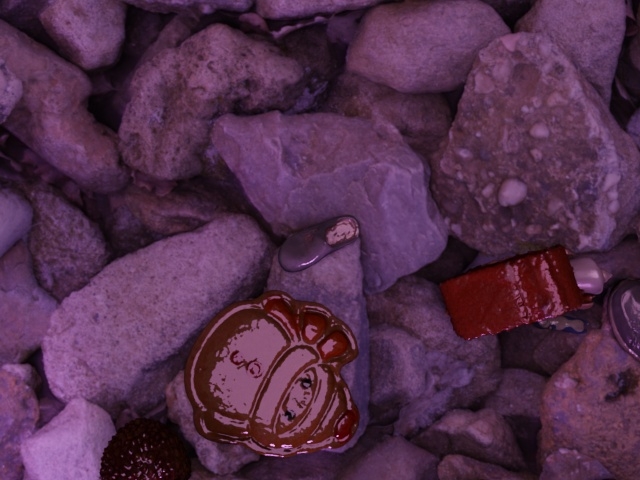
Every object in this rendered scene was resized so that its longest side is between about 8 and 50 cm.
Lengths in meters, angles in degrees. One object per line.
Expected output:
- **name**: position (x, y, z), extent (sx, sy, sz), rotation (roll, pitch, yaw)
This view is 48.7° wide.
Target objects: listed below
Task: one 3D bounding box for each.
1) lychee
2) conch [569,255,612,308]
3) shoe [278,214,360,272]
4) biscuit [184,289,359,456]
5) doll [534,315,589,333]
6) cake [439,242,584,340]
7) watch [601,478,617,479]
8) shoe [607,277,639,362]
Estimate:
- **lychee**: position (-0.343, 0.438, 1.380), extent (0.188, 0.188, 0.188), rotation (1, 82, -3)
- **conch**: position (0.536, 0.093, 1.524), extent (0.176, 0.094, 0.104), rotation (-13, 119, -1)
- **shoe**: position (0.000, 0.000, 1.511), extent (0.195, 0.078, 0.079), rotation (-26, 85, -11)
- **biscuit**: position (-0.085, 0.290, 1.472), extent (0.381, 0.074, 0.358), rotation (31, 83, 4)
- **doll**: position (0.525, 0.181, 1.541), extent (0.125, 0.027, 0.037), rotation (8, 74, -2)
- **cake**: position (0.394, 0.106, 1.456), extent (0.283, 0.177, 0.150), rotation (-22, 79, 21)
- **watch**: position (0.614, 0.697, 1.368), extent (0.335, 0.314, 0.326), rotation (33, 93, -9)
- **shoe**: position (0.746, 0.222, 1.476), extent (0.132, 0.171, 0.336), rotation (-37, 86, -7)
